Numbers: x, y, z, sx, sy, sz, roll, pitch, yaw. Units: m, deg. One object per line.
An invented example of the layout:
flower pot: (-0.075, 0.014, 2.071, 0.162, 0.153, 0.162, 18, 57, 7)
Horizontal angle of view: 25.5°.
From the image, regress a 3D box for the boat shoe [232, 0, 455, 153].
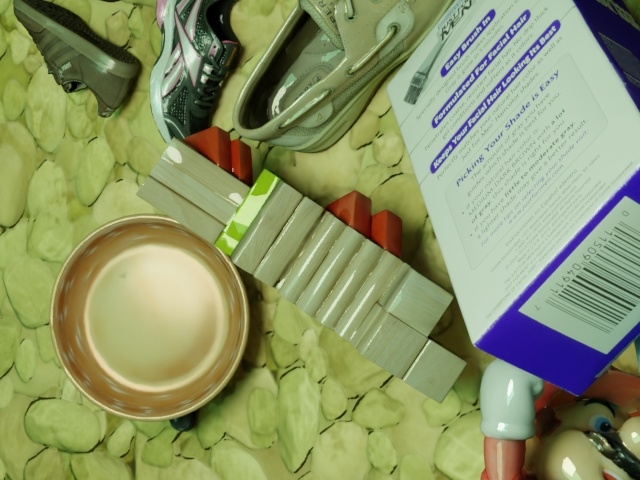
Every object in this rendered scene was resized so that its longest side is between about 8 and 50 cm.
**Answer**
boat shoe: (0.030, -0.201, 1.248, 0.302, 0.098, 0.109, -51, 61, 25)

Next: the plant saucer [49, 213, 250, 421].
plant saucer: (-0.162, 0.074, 1.368, 0.200, 0.037, 0.199, 0, 89, 11)

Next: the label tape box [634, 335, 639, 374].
label tape box: (0.345, 0.160, 0.871, 0.249, 0.115, 0.347, -25, 63, 41)

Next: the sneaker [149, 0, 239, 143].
sneaker: (-0.118, -0.174, 1.384, 0.077, 0.072, 0.178, 1, 95, 27)

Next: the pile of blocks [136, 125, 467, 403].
pile of blocks: (0.000, 0.000, 1.259, 0.362, 0.149, 0.112, 35, 93, 23)

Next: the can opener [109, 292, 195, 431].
can opener: (-0.158, 0.101, 1.416, 0.073, 0.059, 0.186, -19, 87, 9)

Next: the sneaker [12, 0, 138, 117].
sneaker: (-0.273, -0.197, 1.502, 0.188, 0.066, 0.071, 36, 111, 33)

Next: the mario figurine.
mario figurine: (0.191, 0.198, 0.987, 0.170, 0.320, 0.198, -1, 129, 19)

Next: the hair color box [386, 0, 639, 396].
hair color box: (0.167, -0.072, 1.037, 0.185, 0.110, 0.338, -50, 30, 25)
